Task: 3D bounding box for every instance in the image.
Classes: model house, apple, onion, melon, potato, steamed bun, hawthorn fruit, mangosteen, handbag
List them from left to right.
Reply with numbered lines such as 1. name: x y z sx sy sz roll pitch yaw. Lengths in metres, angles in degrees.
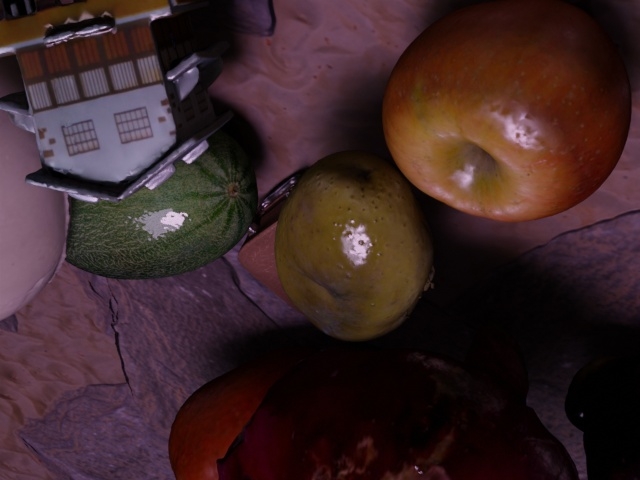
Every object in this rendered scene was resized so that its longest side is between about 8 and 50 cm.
1. steamed bun: -0.438 -0.076 1.619 0.374 0.241 0.374 26 126 42
2. model house: -0.191 -0.157 1.440 0.198 0.224 0.215 -10 100 7
3. melon: -0.200 -0.045 1.678 0.287 0.182 0.182 -5 134 31
4. hawthorn fruit: -0.043 0.272 1.896 0.295 0.295 0.311 23 137 3
5. handbag: 0.000 0.000 1.712 0.151 0.072 0.193 35 143 -14
6. potato: 0.037 0.008 1.523 0.169 0.143 0.248 25 150 12
7. onion: 0.124 0.252 1.645 0.398 0.420 0.398 18 125 27
8. apple: 0.171 -0.125 1.394 0.235 0.173 0.210 10 145 33
9. mangosteen: 0.389 0.220 1.641 0.302 0.275 0.275 32 161 55

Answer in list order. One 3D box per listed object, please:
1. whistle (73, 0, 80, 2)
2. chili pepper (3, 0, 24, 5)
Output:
1. whistle: -0.244 -0.218 1.619 0.033 0.033 0.176 19 143 7
2. chili pepper: -0.306 -0.327 1.497 0.122 0.065 0.279 14 145 8
